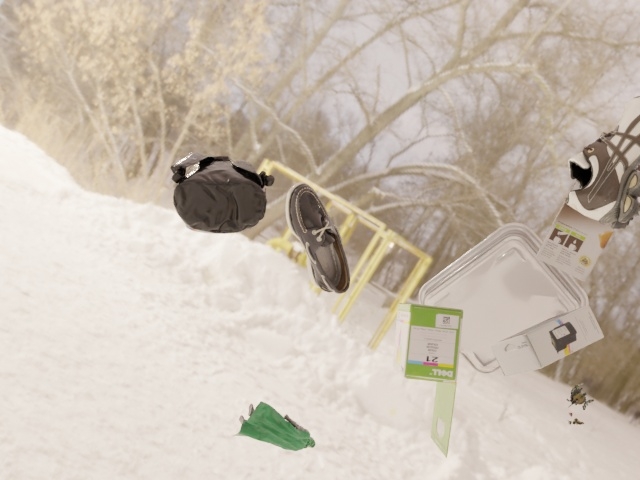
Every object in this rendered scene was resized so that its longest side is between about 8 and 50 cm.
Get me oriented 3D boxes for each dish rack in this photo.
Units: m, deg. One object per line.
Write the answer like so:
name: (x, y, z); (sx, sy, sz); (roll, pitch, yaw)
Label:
dish rack: (0.424, 0.153, 1.556); (0.285, 0.333, 0.072); (49, 25, -2)

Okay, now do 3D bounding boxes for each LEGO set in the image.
LEGO set: (0.487, 0.309, 1.252); (0.054, 0.083, 0.023); (22, 5, -11)

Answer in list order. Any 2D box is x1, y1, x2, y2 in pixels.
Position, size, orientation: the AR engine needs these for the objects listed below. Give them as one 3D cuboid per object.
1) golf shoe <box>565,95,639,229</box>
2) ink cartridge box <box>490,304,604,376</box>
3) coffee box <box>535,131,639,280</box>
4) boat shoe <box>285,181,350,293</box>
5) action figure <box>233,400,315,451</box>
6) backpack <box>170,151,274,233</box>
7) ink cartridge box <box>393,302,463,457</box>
golf shoe: (0.371, -0.113, 0.840); (0.094, 0.198, 0.077); (18, -26, 13)
ink cartridge box: (0.454, 0.204, 1.326); (0.072, 0.175, 0.127); (67, -25, 10)
coffee box: (0.497, -0.061, 1.199); (0.098, 0.246, 0.141); (28, 15, 17)
boat shoe: (0.000, 0.000, 0.669); (0.038, 0.046, 0.125); (21, -48, 51)
action figure: (-0.108, 0.520, 1.796); (0.232, 0.137, 0.063); (32, 22, -24)
backpack: (-0.157, -0.073, 1.026); (0.152, 0.115, 0.182); (7, 15, -10)
ink cartridge box: (0.188, 0.248, 1.215); (0.097, 0.255, 0.189); (7, -6, 1)
